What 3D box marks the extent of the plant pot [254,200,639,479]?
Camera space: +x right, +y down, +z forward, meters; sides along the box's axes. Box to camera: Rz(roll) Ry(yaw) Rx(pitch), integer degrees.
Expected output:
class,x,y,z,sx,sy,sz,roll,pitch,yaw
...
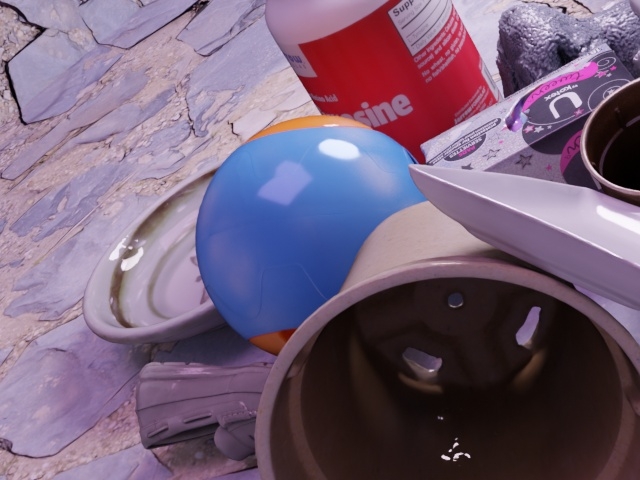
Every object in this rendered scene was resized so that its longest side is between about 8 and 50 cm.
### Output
class,x,y,z,sx,sy,sz,roll,pitch,yaw
plant pot,0.124,0.112,1.101,0.334,0.334,0.305,-26,18,15

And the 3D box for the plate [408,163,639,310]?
class,x,y,z,sx,sy,sz,roll,pitch,yaw
plate,0.246,0.007,0.972,0.277,0.278,0.045,28,107,42

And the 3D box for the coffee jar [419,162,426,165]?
class,x,y,z,sx,sy,sz,roll,pitch,yaw
coffee jar,0.184,-0.079,1.520,0.184,0.096,0.079,-34,26,2

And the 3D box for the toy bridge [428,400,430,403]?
class,x,y,z,sx,sy,sz,roll,pitch,yaw
toy bridge,0.051,0.229,1.257,0.188,0.026,0.063,-35,31,-2

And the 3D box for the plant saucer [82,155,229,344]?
class,x,y,z,sx,sy,sz,roll,pitch,yaw
plant saucer,-0.147,0.023,1.703,0.400,0.100,0.400,-26,30,16

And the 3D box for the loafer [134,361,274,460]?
class,x,y,z,sx,sy,sz,roll,pitch,yaw
loafer,-0.080,0.198,1.382,0.319,0.112,0.111,-5,76,35

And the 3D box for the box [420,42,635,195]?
class,x,y,z,sx,sy,sz,roll,pitch,yaw
box,0.263,-0.082,1.369,0.247,0.163,0.142,-29,27,10

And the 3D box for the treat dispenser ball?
class,x,y,z,sx,sy,sz,roll,pitch,yaw
treat dispenser ball,0.000,0.000,1.388,0.288,0.288,0.288,-25,29,16

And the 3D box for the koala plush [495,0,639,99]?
class,x,y,z,sx,sy,sz,roll,pitch,yaw
koala plush,0.349,-0.231,1.510,0.221,0.203,0.196,-21,29,-1

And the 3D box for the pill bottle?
class,x,y,z,sx,sy,sz,roll,pitch,yaw
pill bottle,0.071,-0.269,1.601,0.229,0.408,0.229,-26,29,15

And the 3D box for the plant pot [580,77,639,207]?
class,x,y,z,sx,sy,sz,roll,pitch,yaw
plant pot,0.362,-0.057,1.203,0.167,0.165,0.167,-16,46,17

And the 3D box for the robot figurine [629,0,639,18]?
class,x,y,z,sx,sy,sz,roll,pitch,yaw
robot figurine,0.479,-0.228,1.257,0.300,0.200,0.353,-1,27,-10
